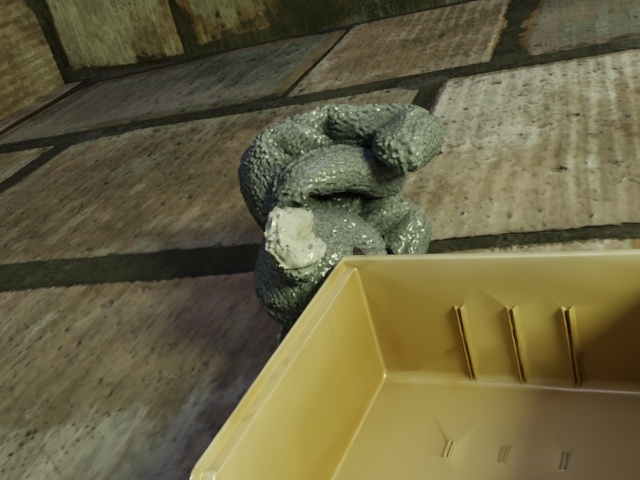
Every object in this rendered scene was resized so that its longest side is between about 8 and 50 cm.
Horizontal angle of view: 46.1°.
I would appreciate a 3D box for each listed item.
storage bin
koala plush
[{"bbox_3d":[0.097,0.124,0.469,0.262,0.123,0.260,-1,29,28],"label":"storage bin"},{"bbox_3d":[0.000,0.000,0.703,0.203,0.196,0.221,7,46,9],"label":"koala plush"}]
